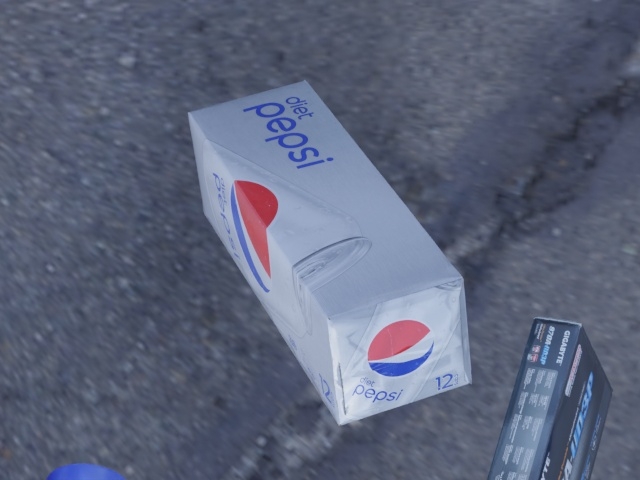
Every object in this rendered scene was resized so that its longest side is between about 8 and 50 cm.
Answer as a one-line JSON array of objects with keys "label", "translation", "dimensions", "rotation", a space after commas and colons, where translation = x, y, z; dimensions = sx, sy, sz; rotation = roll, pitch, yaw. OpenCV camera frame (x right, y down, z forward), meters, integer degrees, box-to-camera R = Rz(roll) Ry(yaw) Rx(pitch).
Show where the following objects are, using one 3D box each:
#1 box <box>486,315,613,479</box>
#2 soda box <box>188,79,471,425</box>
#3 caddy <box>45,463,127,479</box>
[{"label": "box", "translation": [0.220, 0.208, 1.856], "dimensions": [0.175, 0.051, 0.220], "rotation": [56, 48, -57]}, {"label": "soda box", "translation": [0.000, 0.000, 1.313], "dimensions": [0.098, 0.286, 0.091], "rotation": [-16, 126, -14]}, {"label": "caddy", "translation": [-0.286, 0.301, 1.591], "dimensions": [0.241, 0.341, 0.179], "rotation": [15, 58, -16]}]
